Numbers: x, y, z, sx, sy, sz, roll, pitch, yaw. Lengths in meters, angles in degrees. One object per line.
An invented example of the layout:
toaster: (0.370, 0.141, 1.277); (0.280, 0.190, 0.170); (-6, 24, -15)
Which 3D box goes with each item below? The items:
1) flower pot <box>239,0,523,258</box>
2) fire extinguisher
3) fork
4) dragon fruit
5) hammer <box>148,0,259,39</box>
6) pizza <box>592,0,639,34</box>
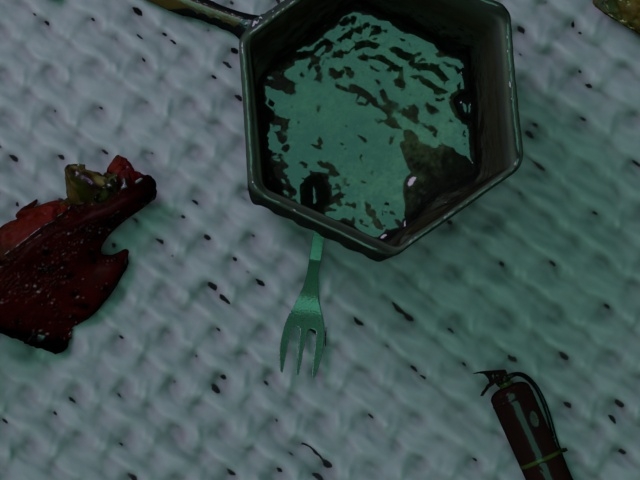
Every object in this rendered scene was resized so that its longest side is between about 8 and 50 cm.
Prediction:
flower pot: (0.042, -0.102, 1.268); (0.239, 0.189, 0.209); (-36, 89, -2)
fire extinguisher: (0.177, 0.163, 1.326); (0.056, 0.039, 0.132); (-21, 84, -28)
fork: (0.000, 0.000, 1.364); (0.039, 0.021, 0.235); (10, 86, -5)
dragon fruit: (-0.218, 0.008, 1.351); (0.192, 0.092, 0.122); (-38, 84, 3)
hammer: (-0.145, -0.223, 1.389); (0.201, 0.021, 0.078); (20, 90, 7)
pizza: (0.359, -0.230, 1.312); (0.204, 0.080, 0.188); (29, 114, -3)
